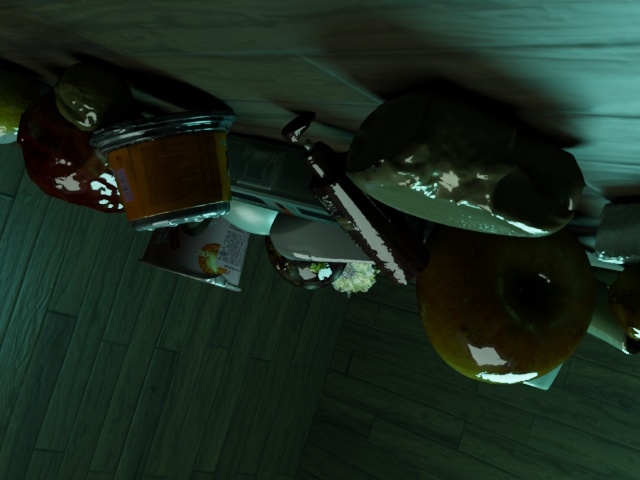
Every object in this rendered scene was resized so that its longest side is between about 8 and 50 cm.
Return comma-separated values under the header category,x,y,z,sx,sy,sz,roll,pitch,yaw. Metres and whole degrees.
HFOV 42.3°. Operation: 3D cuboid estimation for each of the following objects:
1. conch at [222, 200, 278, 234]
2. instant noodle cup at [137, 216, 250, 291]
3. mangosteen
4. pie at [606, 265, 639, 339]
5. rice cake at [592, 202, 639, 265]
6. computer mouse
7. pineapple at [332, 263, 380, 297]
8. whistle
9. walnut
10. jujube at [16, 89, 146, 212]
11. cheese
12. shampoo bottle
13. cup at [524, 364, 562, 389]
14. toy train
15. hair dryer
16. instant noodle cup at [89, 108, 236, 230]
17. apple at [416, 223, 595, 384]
category,x,y,z,sx,sy,sz,roll,pitch,yaw
conch,-0.103,-0.080,1.429,0.221,0.121,0.185,14,-152,-39
instant noodle cup,-0.262,-0.025,1.860,0.243,0.231,0.243,16,176,1
mangosteen,0.000,0.000,1.679,0.217,0.192,0.192,-16,-167,-27
pie,0.411,0.049,0.807,0.274,0.069,0.273,-10,-176,1
rice cake,0.348,-0.005,0.728,0.063,0.066,0.336,18,177,-15
computer mouse,0.073,-0.029,1.222,0.297,0.121,0.184,1,-176,16
pineapple,0.079,0.025,1.944,0.162,0.136,0.176,27,138,7
whistle,-0.447,-0.195,1.226,0.123,0.122,0.223,16,-170,22
walnut,-0.270,-0.170,0.981,0.092,0.092,0.092,17,176,1
jujube,-0.310,-0.125,1.161,0.174,0.174,0.250,15,-178,26
cheese,0.128,-0.061,0.719,0.203,0.091,0.175,16,176,-15
shampoo bottle,0.041,-0.047,0.954,0.068,0.067,0.236,-26,119,34
cup,0.408,0.164,1.650,0.186,0.234,0.258,14,173,34
toy train,-0.044,-0.085,1.139,0.410,0.086,0.089,15,169,28
hair dryer,0.404,0.080,1.181,0.298,0.118,0.296,11,-162,-11
instant noodle cup,-0.180,-0.081,1.014,0.178,0.125,0.208,-11,-178,33
apple,0.223,0.065,1.048,0.237,0.236,0.207,18,175,-12
